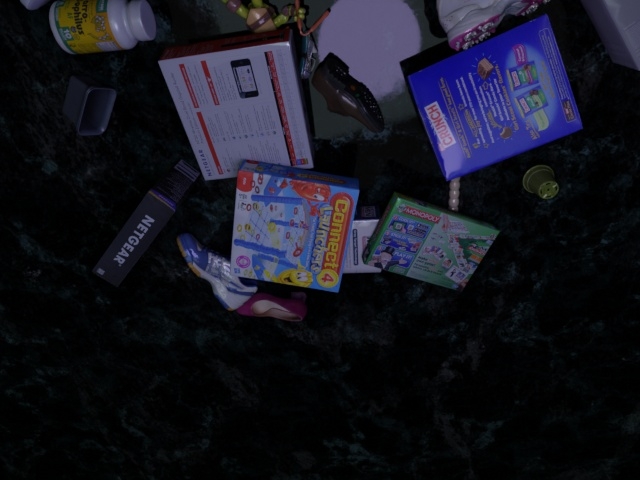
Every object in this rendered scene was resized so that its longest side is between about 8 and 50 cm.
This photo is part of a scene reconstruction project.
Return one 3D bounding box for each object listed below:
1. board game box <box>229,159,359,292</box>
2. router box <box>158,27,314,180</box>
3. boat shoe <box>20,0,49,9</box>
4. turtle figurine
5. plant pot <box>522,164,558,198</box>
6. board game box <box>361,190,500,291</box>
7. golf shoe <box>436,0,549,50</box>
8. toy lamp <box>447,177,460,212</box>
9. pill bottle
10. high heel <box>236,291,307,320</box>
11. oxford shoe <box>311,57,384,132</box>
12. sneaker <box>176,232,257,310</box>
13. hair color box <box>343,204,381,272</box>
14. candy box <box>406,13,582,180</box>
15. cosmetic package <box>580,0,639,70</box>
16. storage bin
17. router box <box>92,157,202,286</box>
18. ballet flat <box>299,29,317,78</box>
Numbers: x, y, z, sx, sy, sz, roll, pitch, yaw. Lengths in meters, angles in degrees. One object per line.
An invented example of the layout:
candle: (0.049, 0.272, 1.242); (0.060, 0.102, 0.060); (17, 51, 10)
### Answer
board game box: (-0.073, -0.033, 1.225); (0.302, 0.086, 0.308); (9, 116, -1)
router box: (-0.188, -0.320, 1.143); (0.301, 0.082, 0.335); (-5, 133, 6)
boat shoe: (-0.588, -0.651, 1.011); (0.102, 0.108, 0.301); (40, 112, -18)
turtle figurine: (-0.134, -0.522, 1.065); (0.269, 0.087, 0.217); (-23, 132, 23)
plant pot: (0.597, -0.150, 1.240); (0.083, 0.079, 0.083); (1, 119, 2)
board game box: (0.300, 0.010, 1.270); (0.317, 0.046, 0.213); (17, 116, -16)
golf shoe: (0.388, -0.534, 0.975); (0.306, 0.115, 0.140); (-28, 84, 2)
toy lamp: (0.366, -0.122, 1.270); (0.080, 0.080, 0.274); (-4, 118, 6)
pill bottle: (-0.501, -0.505, 1.081); (0.208, 0.117, 0.117); (-2, 119, 5)
high heel: (-0.161, 0.227, 1.477); (0.244, 0.117, 0.082); (-5, 119, 6)
oxford shoe: (0.071, -0.349, 1.171); (0.227, 0.083, 0.096); (41, 137, -20)
sneaker: (-0.311, 0.073, 1.423); (0.131, 0.112, 0.296); (-35, 115, 2)
hair color box: (0.000, 0.000, 1.345); (0.347, 0.105, 0.174); (-2, 118, 5)
candy box: (0.397, -0.325, 1.093); (0.317, 0.122, 0.268); (-20, 99, 12)
cosmetic package: (0.662, -0.502, 1.010); (0.107, 0.127, 0.238); (-33, 115, 20)
storage bin: (-0.598, -0.355, 1.196); (0.091, 0.098, 0.135); (40, 118, 13)
router box: (-0.468, -0.054, 1.265); (0.081, 0.243, 0.309); (37, 114, -17)
ballet flat: (-0.030, -0.453, 1.133); (0.041, 0.041, 0.114); (10, 120, -2)
